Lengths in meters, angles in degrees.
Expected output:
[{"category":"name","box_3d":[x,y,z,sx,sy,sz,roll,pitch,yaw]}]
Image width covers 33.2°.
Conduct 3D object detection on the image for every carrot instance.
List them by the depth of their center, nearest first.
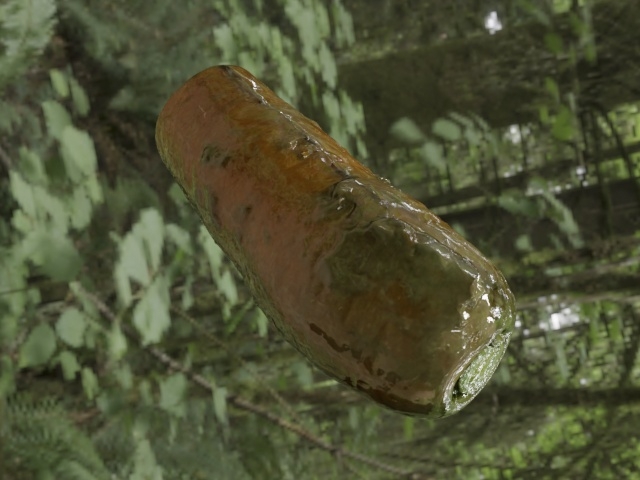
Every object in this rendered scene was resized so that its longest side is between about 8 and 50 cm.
[{"category":"carrot","box_3d":[0.000,0.000,0.742,0.302,0.139,0.139,41,-29,34]}]
